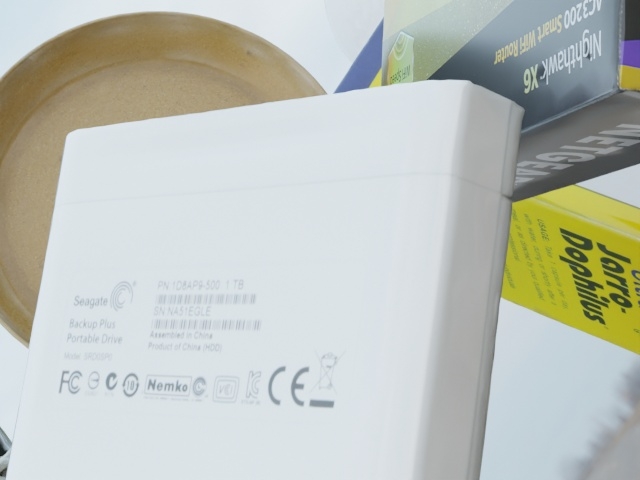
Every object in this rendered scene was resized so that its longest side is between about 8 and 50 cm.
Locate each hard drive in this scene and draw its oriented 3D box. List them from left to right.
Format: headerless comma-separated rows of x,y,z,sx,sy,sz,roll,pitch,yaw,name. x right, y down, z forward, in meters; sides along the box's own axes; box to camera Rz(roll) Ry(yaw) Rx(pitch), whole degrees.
-0.043,0.125,0.643,0.047,0.233,0.353,19,-105,-42,hard drive

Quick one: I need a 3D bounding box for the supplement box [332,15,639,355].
0.212,-0.056,1.236,0.194,0.357,0.195,-57,-29,-18,supplement box

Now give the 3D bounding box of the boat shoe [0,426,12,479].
-0.222,0.156,1.057,0.113,0.306,0.105,-21,-28,-30,boat shoe

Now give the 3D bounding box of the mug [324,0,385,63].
0.203,-0.274,1.633,0.374,0.328,0.276,-55,-47,-34,mug

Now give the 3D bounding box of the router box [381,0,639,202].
0.107,-0.154,0.760,0.309,0.081,0.242,158,115,-75,router box

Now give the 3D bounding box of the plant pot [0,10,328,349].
-0.094,-0.022,1.001,0.236,0.236,0.032,-52,-9,-21,plant pot
